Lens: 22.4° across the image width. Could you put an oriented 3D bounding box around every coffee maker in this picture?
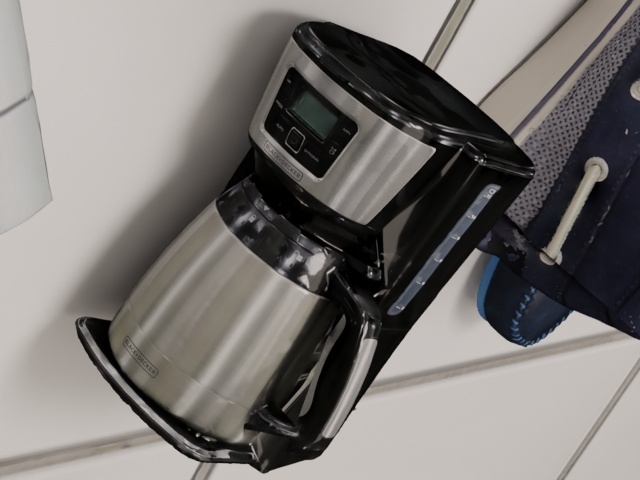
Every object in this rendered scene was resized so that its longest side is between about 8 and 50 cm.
[{"bbox_3d":[0.000,0.000,0.724,0.178,0.120,0.171,-53,174,15],"label":"coffee maker"}]

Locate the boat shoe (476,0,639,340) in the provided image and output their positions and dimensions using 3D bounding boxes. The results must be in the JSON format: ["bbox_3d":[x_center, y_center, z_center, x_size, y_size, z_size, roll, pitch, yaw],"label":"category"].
[{"bbox_3d":[0.223,-0.093,0.832,0.340,0.158,0.127,-50,151,7],"label":"boat shoe"}]

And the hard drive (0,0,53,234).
[{"bbox_3d":[-0.176,-0.120,0.278,0.233,0.047,0.353,-27,128,-32],"label":"hard drive"}]

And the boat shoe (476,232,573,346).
[{"bbox_3d":[0.197,-0.034,0.944,0.258,0.089,0.109,-51,151,9],"label":"boat shoe"}]
